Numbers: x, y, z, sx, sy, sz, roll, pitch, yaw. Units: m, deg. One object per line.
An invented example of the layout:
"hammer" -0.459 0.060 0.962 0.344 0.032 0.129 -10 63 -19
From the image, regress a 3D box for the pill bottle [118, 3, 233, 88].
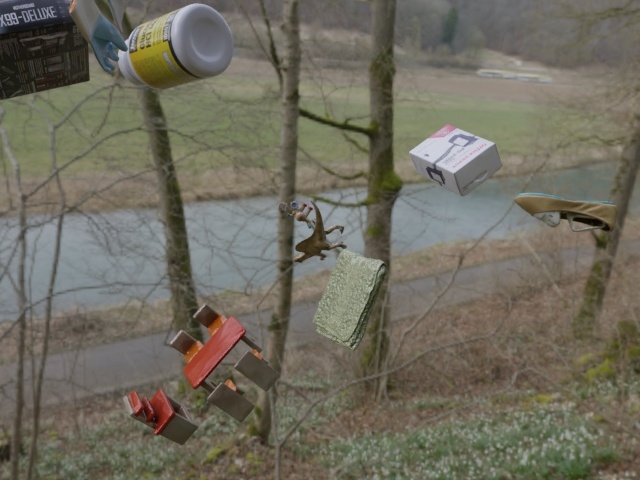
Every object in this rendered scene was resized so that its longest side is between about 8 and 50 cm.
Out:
"pill bottle" -0.413 -0.522 1.689 0.334 0.187 0.188 1 8 42

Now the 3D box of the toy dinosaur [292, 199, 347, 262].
"toy dinosaur" 0.000 0.000 1.117 0.093 0.183 0.053 -4 57 -21

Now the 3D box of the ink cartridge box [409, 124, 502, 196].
"ink cartridge box" 0.427 -0.258 1.942 0.172 0.100 0.237 -36 36 -10

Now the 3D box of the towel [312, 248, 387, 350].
"towel" 0.045 0.092 0.965 0.027 0.148 0.110 19 1 -40

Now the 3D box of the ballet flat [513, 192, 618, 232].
"ballet flat" 0.549 -0.059 1.363 0.232 0.073 0.080 6 -11 1

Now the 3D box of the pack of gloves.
"pack of gloves" -0.396 -0.444 1.160 0.046 0.195 0.232 7 -15 -1

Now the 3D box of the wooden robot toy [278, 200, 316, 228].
"wooden robot toy" -0.076 -0.102 2.264 0.173 0.076 0.079 29 7 0

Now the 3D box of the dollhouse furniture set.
"dollhouse furniture set" -0.246 0.261 1.209 0.135 0.259 0.262 45 -9 -32

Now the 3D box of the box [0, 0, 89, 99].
"box" -0.663 -0.437 1.397 0.243 0.076 0.307 -21 -5 -22
